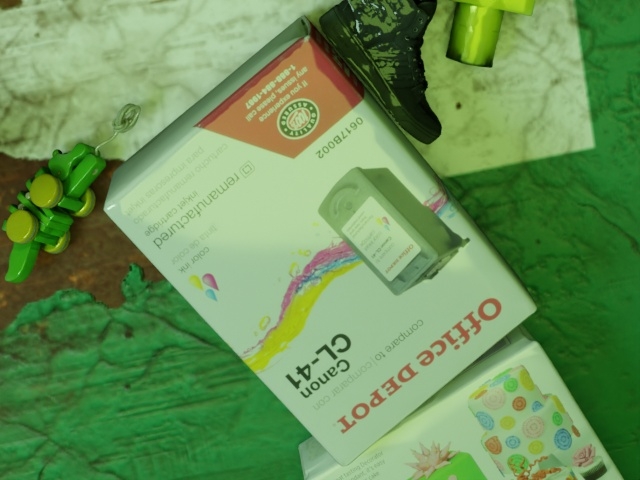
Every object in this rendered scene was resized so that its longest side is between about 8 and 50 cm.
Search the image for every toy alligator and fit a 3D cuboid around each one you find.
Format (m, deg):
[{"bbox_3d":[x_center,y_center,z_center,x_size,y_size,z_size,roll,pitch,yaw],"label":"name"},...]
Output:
[{"bbox_3d":[-0.222,-0.050,1.275,0.051,0.056,0.189,40,100,28],"label":"toy alligator"}]

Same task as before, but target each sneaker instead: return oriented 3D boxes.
[{"bbox_3d":[0.066,-0.165,1.220,0.089,0.051,0.170,-38,105,15],"label":"sneaker"}]

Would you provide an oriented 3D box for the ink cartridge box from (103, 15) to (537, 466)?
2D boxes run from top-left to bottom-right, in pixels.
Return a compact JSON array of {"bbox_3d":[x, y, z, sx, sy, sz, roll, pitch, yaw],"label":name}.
[{"bbox_3d":[0.000,0.000,1.263,0.226,0.131,0.306,-40,103,6],"label":"ink cartridge box"}]

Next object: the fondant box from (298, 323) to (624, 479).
[{"bbox_3d":[0.167,0.269,1.363,0.238,0.096,0.330,-32,105,4],"label":"fondant box"}]

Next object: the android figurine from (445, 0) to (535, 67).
[{"bbox_3d":[0.113,-0.286,1.240,0.248,0.056,0.272,11,105,-7],"label":"android figurine"}]
